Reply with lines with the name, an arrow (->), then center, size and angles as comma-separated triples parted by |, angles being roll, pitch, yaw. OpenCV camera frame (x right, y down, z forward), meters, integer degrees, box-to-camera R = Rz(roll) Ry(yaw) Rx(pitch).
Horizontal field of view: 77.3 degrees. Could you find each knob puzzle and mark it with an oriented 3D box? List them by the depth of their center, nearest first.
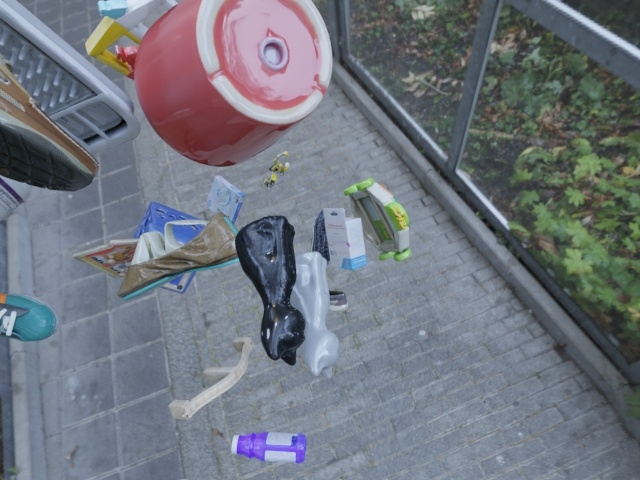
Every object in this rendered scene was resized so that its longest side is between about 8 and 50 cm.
knob puzzle -> -0.444, 0.046, 0.958 | 0.213, 0.213, 0.029 | -16, 67, 0

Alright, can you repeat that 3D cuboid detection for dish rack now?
dish rack -> -0.470, -0.250, 0.591 | 0.286, 0.333, 0.072 | -9, 62, 25

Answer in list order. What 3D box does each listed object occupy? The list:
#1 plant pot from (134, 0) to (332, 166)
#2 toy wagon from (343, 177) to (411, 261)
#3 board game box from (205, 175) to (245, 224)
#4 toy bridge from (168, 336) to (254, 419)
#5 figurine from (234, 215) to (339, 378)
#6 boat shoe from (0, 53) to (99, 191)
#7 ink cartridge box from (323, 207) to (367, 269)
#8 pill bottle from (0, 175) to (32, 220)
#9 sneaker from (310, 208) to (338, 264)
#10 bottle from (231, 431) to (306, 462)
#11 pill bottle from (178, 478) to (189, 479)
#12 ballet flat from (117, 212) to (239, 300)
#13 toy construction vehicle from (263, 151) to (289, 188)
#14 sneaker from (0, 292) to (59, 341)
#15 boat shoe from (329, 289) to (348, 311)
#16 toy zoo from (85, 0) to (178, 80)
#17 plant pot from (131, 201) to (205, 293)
plant pot -> -0.125, -0.259, 0.619 | 0.275, 0.275, 0.243 | -49, 28, -19
toy wagon -> 0.192, -0.064, 1.228 | 0.068, 0.344, 0.267 | -31, 97, -14
board game box -> -0.235, -0.098, 0.987 | 0.090, 0.090, 0.020 | 37, 31, 15
toy bridge -> -0.160, 0.218, 0.650 | 0.063, 0.026, 0.188 | -10, 17, 27
figurine -> -0.038, 0.102, 0.619 | 0.093, 0.215, 0.209 | -23, 56, 14
boat shoe -> -0.414, -0.181, 0.475 | 0.123, 0.324, 0.119 | -11, 58, 26
ink cartridge box -> 0.072, -0.011, 1.182 | 0.062, 0.181, 0.104 | -17, 14, -34
pill bottle -> -0.701, -0.101, 0.786 | 0.169, 0.169, 0.301 | 24, 62, 22
sneaker -> 0.000, 0.000, 1.405 | 0.084, 0.097, 0.234 | 18, 69, -8
bottle -> -0.198, 0.799, 1.554 | 0.283, 0.118, 0.092 | 2, 87, 1
pill bottle -> -0.370, 0.903, 1.138 | 0.204, 0.204, 0.360 | -30, 91, -9
ballet flat -> -0.305, 0.026, 0.831 | 0.343, 0.116, 0.124 | -19, 94, 27
toy construction vehicle -> -0.133, -0.213, 1.197 | 0.098, 0.035, 0.085 | -37, 31, 32
sneaker -> -0.734, 0.155, 0.855 | 0.303, 0.121, 0.108 | 17, 93, -1
boat shoe -> 0.000, 0.252, 1.840 | 0.286, 0.092, 0.103 | 9, 17, 36
toy zoo -> -0.329, -0.396, 0.828 | 0.193, 0.293, 0.030 | -26, 76, 18
plant pot -> -0.518, 0.035, 1.367 | 0.235, 0.236, 0.212 | -59, 27, 11
